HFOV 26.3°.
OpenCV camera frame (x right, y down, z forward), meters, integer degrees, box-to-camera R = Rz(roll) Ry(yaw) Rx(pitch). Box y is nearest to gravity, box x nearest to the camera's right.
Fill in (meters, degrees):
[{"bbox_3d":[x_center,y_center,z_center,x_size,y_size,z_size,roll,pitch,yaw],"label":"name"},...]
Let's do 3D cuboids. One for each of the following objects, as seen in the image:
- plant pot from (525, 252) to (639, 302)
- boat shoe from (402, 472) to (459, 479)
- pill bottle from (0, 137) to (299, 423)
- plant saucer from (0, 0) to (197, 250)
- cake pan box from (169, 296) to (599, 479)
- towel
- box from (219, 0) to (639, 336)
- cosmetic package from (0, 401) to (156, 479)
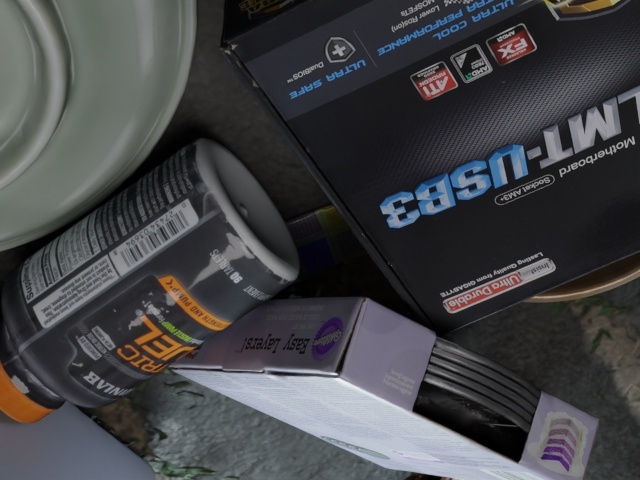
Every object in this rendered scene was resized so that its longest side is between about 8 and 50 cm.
[{"bbox_3d":[0.172,-0.076,1.024,0.237,0.109,0.237,-1,129,-2],"label":"plant pot"},{"bbox_3d":[0.100,0.272,1.275,0.116,0.123,0.324,17,114,-15],"label":"boat shoe"},{"bbox_3d":[-0.148,0.040,1.032,0.246,0.130,0.130,-34,125,13],"label":"pill bottle"},{"bbox_3d":[-0.276,-0.127,0.901,0.401,0.100,0.400,-6,127,-8],"label":"plant saucer"},{"bbox_3d":[0.046,0.121,1.072,0.246,0.267,0.070,26,73,-28],"label":"cake pan box"},{"bbox_3d":[0.000,0.000,1.111,0.083,0.009,0.060,-18,128,0],"label":"towel"},{"bbox_3d":[0.135,-0.098,0.887,0.296,0.073,0.293,-23,126,18],"label":"box"},{"bbox_3d":[-0.362,0.304,1.053,0.394,0.327,0.329,-36,125,13],"label":"cosmetic package"}]
